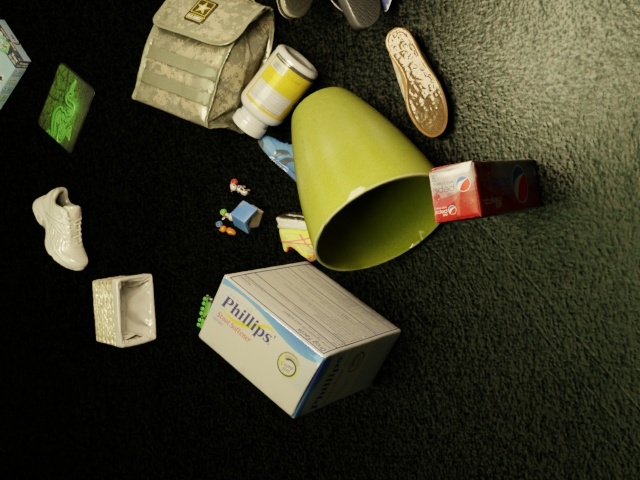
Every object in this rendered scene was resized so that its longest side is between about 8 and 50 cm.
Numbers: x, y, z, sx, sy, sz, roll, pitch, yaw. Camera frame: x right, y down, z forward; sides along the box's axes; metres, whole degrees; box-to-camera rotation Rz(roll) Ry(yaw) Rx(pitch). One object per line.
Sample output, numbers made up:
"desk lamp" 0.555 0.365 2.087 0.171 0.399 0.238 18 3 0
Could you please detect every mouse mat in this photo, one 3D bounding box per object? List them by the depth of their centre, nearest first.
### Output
"mouse mat" -0.651 -0.339 2.262 0.152 0.007 0.189 39 116 24

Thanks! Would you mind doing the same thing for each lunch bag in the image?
"lunch bag" -0.243 -0.399 1.887 0.235 0.169 0.287 24 103 29

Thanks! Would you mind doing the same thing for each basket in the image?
"basket" -0.474 0.165 2.135 0.103 0.113 0.167 2 96 38

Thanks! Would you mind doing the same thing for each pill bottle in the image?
"pill bottle" -0.097 -0.302 1.820 0.103 0.103 0.184 48 110 20

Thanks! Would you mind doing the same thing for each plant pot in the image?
"plant pot" 0.060 -0.142 1.671 0.275 0.275 0.293 -44 56 29

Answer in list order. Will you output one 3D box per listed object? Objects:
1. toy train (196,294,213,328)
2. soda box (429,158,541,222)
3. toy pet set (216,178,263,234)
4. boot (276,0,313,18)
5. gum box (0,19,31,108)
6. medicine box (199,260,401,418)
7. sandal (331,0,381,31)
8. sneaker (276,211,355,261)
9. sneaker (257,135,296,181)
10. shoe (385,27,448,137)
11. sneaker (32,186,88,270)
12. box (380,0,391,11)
"toy train" -0.266 0.166 2.050 0.024 0.017 0.083 22 107 20
"soda box" 0.283 -0.086 1.501 0.083 0.263 0.092 -9 90 36
"toy pet set" -0.190 -0.059 1.945 0.114 0.065 0.122 31 112 28
"boot" -0.095 -0.525 1.788 0.178 0.085 0.236 -22 65 48
"gum box" -0.866 -0.471 2.372 0.184 0.041 0.157 -46 70 30
"medicine box" -0.037 0.181 1.730 0.263 0.289 0.149 36 113 26
"sandal" 0.042 -0.500 1.688 0.054 0.097 0.254 -39 64 44
"sneaker" 0.000 0.000 1.822 0.208 0.081 0.094 12 109 39
"sneaker" -0.042 -0.167 1.840 0.209 0.069 0.082 42 97 26
"shoe" 0.187 -0.298 1.676 0.076 0.058 0.219 -21 87 14
"sneaker" -0.644 -0.035 2.243 0.115 0.090 0.232 -37 75 28
"box" 0.069 -0.542 1.734 0.225 0.036 0.136 31 112 29
